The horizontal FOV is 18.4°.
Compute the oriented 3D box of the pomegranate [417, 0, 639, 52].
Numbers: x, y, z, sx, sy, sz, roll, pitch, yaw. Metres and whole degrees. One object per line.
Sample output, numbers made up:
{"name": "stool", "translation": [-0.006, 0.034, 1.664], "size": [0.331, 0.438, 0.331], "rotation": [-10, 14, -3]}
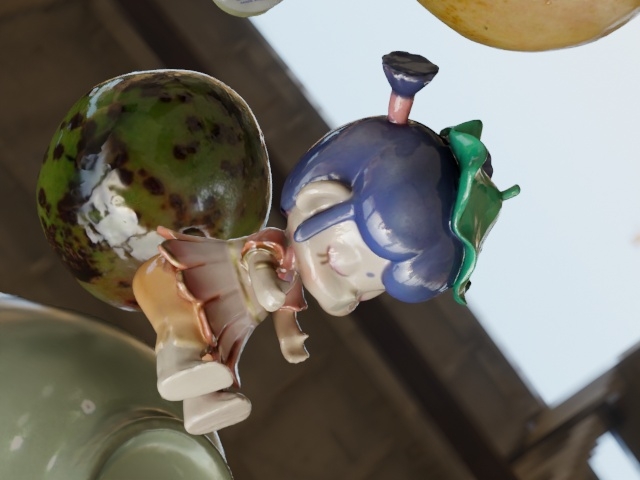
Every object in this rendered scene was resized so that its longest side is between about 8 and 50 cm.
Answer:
{"name": "pomegranate", "translation": [0.187, -0.263, 1.497], "size": [0.270, 0.252, 0.229], "rotation": [14, -144, -3]}

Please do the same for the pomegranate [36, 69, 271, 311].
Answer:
{"name": "pomegranate", "translation": [-0.161, -0.076, 1.976], "size": [0.242, 0.242, 0.306], "rotation": [43, -154, -25]}

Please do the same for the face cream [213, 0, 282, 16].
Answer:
{"name": "face cream", "translation": [-0.043, -0.224, 1.580], "size": [0.224, 0.114, 0.070], "rotation": [-177, 63, -80]}

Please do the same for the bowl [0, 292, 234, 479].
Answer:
{"name": "bowl", "translation": [-0.180, 0.209, 1.412], "size": [0.354, 0.185, 0.354], "rotation": [4, -95, -51]}

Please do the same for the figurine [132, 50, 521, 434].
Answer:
{"name": "figurine", "translation": [0.000, 0.000, 0.938], "size": [0.111, 0.195, 0.102], "rotation": [69, 175, -60]}
